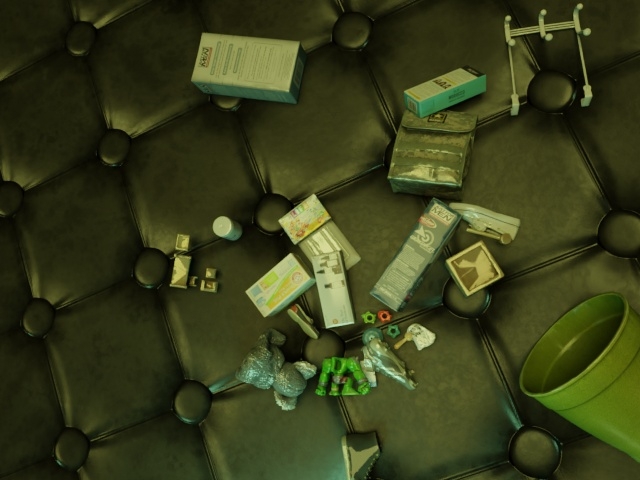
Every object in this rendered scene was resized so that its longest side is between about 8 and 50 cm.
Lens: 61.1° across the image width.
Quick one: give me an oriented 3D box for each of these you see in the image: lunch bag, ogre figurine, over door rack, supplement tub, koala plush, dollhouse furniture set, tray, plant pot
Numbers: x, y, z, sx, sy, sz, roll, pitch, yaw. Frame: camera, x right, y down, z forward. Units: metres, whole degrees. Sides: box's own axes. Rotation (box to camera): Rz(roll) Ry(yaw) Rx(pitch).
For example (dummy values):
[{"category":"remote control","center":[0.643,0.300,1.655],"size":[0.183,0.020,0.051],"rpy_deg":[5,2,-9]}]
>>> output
[{"category":"lunch bag","center":[0.361,-0.293,1.721],"size":[0.235,0.169,0.287],"rpy_deg":[10,77,18]},{"category":"ogre figurine","center":[0.069,0.429,1.718],"size":[0.197,0.096,0.118],"rpy_deg":[-22,66,55]},{"category":"over door rack","center":[0.716,-0.577,1.705],"size":[0.239,0.108,0.325],"rpy_deg":[-4,82,13]},{"category":"supplement tub","center":[-0.320,-0.041,1.872],"size":[0.070,0.107,0.071],"rpy_deg":[-2,82,13]},{"category":"koala plush","center":[-0.139,0.424,1.736],"size":[0.221,0.203,0.196],"rpy_deg":[34,91,3]},{"category":"dollhouse furniture set","center":[-0.433,0.082,1.909],"size":[0.160,0.101,0.182],"rpy_deg":[9,83,-11]},{"category":"tray","center":[0.000,0.000,1.832],"size":[0.145,0.030,0.270],"rpy_deg":[-39,76,6]},{"category":"plant pot","center":[0.801,0.391,1.453],"size":[0.353,0.366,0.366],"rpy_deg":[42,93,3]}]

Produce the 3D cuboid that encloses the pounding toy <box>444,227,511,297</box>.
[{"category":"pounding toy","center":[0.494,0.048,1.679],"size":[0.206,0.094,0.181],"rpy_deg":[-30,75,3]}]

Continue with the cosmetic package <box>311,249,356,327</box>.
[{"category":"cosmetic package","center":[0.043,0.157,1.764],"size":[0.098,0.060,0.239],"rpy_deg":[-12,90,14]}]

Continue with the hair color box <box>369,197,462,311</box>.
[{"category":"hair color box","center":[0.299,0.052,1.680],"size":[0.105,0.174,0.347],"rpy_deg":[34,91,15]}]

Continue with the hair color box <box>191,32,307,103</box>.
[{"category":"hair color box","center":[-0.254,-0.614,1.934],"size":[0.374,0.113,0.186],"rpy_deg":[11,84,14]}]

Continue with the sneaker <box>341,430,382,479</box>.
[{"category":"sneaker","center":[0.142,0.708,1.673],"size":[0.118,0.083,0.222],"rpy_deg":[-14,78,10]}]

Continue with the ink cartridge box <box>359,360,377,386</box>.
[{"category":"ink cartridge box","center":[0.152,0.426,1.737],"size":[0.048,0.028,0.084],"rpy_deg":[-8,81,10]}]

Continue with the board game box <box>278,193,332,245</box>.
[{"category":"board game box","center":[-0.052,-0.070,1.824],"size":[0.154,0.026,0.103],"rpy_deg":[-37,76,6]}]

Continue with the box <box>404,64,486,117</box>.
[{"category":"box","center":[0.397,-0.477,1.731],"size":[0.244,0.060,0.101],"rpy_deg":[-24,41,-10]}]

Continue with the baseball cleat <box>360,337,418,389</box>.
[{"category":"baseball cleat","center":[0.208,0.399,1.699],"size":[0.109,0.072,0.206],"rpy_deg":[-38,92,17]}]

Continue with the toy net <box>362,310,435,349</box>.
[{"category":"toy net","center":[0.248,0.288,1.729],"size":[0.232,0.045,0.122],"rpy_deg":[0,80,12]}]

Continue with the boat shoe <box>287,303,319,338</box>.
[{"category":"boat shoe","center":[-0.050,0.268,1.800],"size":[0.137,0.049,0.043],"rpy_deg":[43,54,16]}]

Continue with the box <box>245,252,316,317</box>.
[{"category":"box","center":[-0.127,0.151,1.802],"size":[0.203,0.103,0.114],"rpy_deg":[-41,75,5]}]

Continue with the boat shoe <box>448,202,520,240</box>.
[{"category":"boat shoe","center":[0.506,-0.058,1.693],"size":[0.226,0.083,0.076],"rpy_deg":[16,85,14]}]
